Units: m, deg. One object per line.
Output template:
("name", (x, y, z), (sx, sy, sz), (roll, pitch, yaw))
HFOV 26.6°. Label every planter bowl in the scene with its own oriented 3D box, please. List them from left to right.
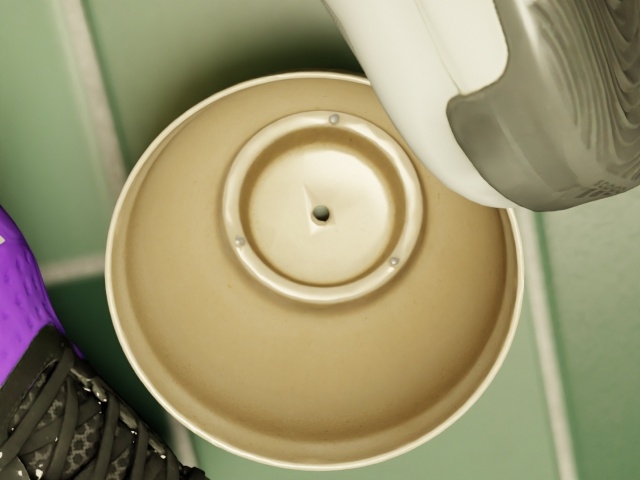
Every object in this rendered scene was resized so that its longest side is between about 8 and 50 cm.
("planter bowl", (0.000, 0.000, 0.570), (0.162, 0.109, 0.162), (1, 107, 3))

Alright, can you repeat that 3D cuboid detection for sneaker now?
("sneaker", (-0.101, 0.090, 0.542), (0.146, 0.102, 0.293), (20, 143, 22))
("sneaker", (-0.060, -0.179, 0.449), (0.257, 0.169, 0.447), (-29, 72, 30))
